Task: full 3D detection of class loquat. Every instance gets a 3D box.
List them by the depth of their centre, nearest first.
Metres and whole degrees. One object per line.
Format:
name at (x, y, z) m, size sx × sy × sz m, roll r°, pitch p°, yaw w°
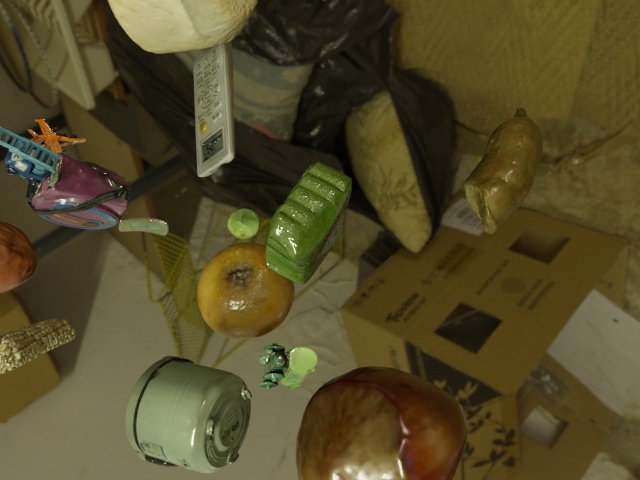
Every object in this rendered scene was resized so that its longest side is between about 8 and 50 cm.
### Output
loquat at (-0.201, 0.138, 1.649) m, size 0.263 × 0.263 × 0.263 m, roll 38°, pitch 150°, yaw 26°

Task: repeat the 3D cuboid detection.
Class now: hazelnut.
hazelnut at (0.124, 0.422, 1.276) m, size 0.366 × 0.366 × 0.365 m, roll 38°, pitch 150°, yaw 26°

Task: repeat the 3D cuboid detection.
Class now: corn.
corn at (-0.656, 0.227, 1.389) m, size 0.087 × 0.211 × 0.087 m, roll 6°, pitch 107°, yaw 21°

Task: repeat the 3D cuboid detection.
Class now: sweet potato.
sweet potato at (0.466, -0.186, 1.519) m, size 0.158 × 0.369 × 0.158 m, roll 30°, pitch 163°, yaw 10°

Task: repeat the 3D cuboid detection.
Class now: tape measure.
tape measure at (-0.615, -0.124, 1.577) m, size 0.245 × 0.232 × 0.149 m, roll -15°, pitch 68°, yaw 41°

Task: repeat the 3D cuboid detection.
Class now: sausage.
sausage at (-0.517, 0.040, 0.881) m, size 0.259 × 0.113 × 0.113 m, roll -15°, pitch 116°, yaw 23°

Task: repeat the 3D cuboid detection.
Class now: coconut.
coconut at (-0.284, -0.513, 1.195) m, size 0.329 × 0.329 × 0.328 m, roll 38°, pitch 150°, yaw 26°
coconut at (-0.205, -0.045, 1.649) m, size 0.088 × 0.088 × 0.096 m, roll 50°, pitch -175°, yaw 2°

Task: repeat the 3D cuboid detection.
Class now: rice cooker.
rice cooker at (-0.284, 0.371, 1.308) m, size 0.244 × 0.226 × 0.226 m, roll 7°, pitch 135°, yaw 21°

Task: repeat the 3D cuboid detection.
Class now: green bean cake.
green bean cake at (-0.030, -0.035, 1.430) m, size 0.125 × 0.248 × 0.222 m, roll 27°, pitch 150°, yaw 10°

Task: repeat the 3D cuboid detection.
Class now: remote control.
remote control at (-0.213, -0.285, 1.277) m, size 0.109 × 0.055 × 0.313 m, roll -25°, pitch 62°, yaw 39°

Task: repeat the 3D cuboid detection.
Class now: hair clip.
hair clip at (-0.504, -0.041, 1.748) m, size 0.022 × 0.137 × 0.054 m, roll -106°, pitch 26°, yaw -49°

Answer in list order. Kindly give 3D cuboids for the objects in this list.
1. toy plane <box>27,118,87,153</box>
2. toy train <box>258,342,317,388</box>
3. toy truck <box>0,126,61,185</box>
toy plane at (-0.727, -0.282, 1.712) m, size 0.188 × 0.062 × 0.135 m, roll -5°, pitch 127°, yaw 11°
toy train at (-0.091, 0.359, 1.726) m, size 0.253 × 0.157 × 0.105 m, roll 115°, pitch 156°, yaw -63°
toy truck at (-0.545, -0.157, 1.102) m, size 0.136 × 0.063 × 0.074 m, roll 28°, pitch 146°, yaw -32°
